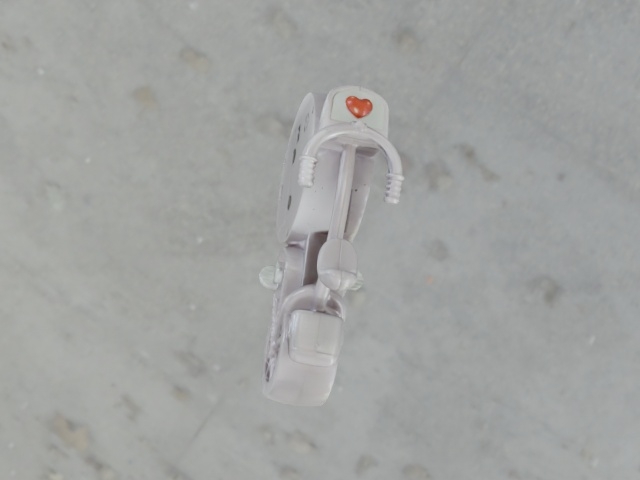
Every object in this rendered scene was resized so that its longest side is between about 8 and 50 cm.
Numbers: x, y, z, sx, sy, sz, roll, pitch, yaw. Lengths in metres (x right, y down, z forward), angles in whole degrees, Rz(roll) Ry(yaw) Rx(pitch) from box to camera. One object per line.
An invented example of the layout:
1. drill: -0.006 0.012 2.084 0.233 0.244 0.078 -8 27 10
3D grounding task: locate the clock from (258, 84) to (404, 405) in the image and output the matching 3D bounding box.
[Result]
1. clock: 0.000 0.000 0.499 0.041 0.129 0.087 11 164 -12
